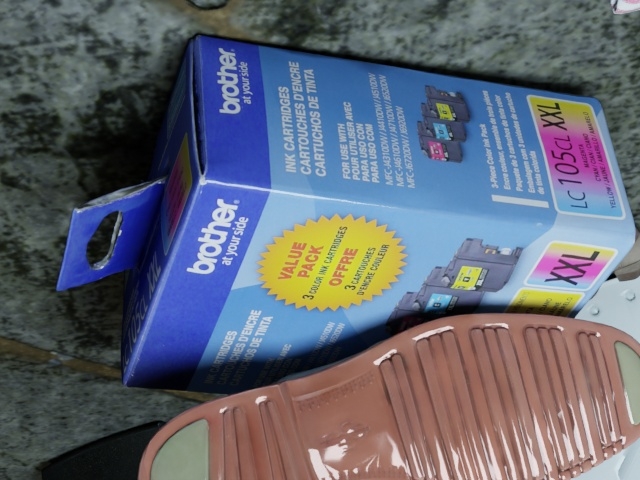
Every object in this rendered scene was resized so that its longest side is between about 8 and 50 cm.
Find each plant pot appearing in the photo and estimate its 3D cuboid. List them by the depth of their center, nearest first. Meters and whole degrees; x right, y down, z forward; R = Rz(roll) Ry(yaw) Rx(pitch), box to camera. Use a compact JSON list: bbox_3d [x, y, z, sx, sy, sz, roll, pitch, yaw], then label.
[{"bbox_3d":[-0.187,0.317,1.431,0.167,0.187,0.188,-40,138,21],"label":"plant pot"}]

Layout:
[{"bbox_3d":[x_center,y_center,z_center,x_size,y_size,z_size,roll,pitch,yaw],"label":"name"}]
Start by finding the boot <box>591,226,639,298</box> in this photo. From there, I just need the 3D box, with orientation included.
[{"bbox_3d":[0.257,0.018,1.192,0.118,0.042,0.087,-19,140,13],"label":"boot"}]

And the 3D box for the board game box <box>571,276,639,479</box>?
[{"bbox_3d":[0.368,0.220,1.236,0.389,0.390,0.050,-20,172,17],"label":"board game box"}]

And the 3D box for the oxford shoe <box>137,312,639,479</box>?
[{"bbox_3d":[0.058,0.138,0.962,0.396,0.141,0.146,-9,175,-4],"label":"oxford shoe"}]

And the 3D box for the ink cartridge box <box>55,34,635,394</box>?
[{"bbox_3d":[0.000,0.000,0.970,0.395,0.151,0.270,8,140,-16],"label":"ink cartridge box"}]

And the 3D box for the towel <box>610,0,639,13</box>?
[{"bbox_3d":[0.273,-0.224,0.820,0.144,0.029,0.197,-8,148,1],"label":"towel"}]
